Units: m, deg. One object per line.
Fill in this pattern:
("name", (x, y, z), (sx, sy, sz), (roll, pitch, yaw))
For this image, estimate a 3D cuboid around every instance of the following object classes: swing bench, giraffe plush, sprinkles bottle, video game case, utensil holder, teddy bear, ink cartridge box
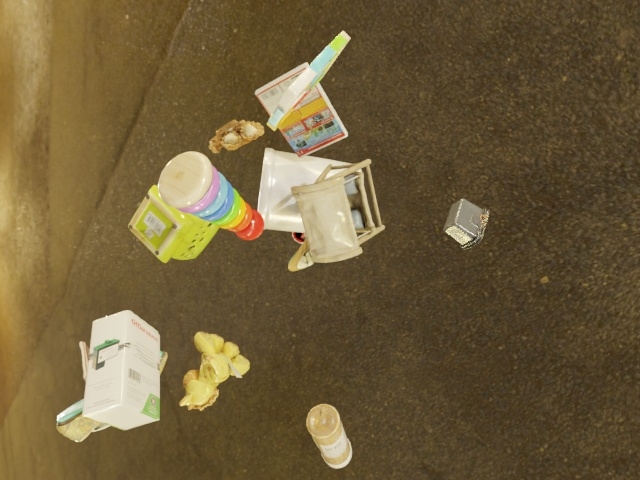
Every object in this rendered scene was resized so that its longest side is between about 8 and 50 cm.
("swing bench", (0.064, -0.096, 1.310), (0.165, 0.255, 0.253), (-1, 116, 34))
("giraffe plush", (-0.314, 0.387, 1.160), (0.170, 0.181, 0.210), (-53, 30, 1))
("sprinkles bottle", (0.039, 0.739, 1.536), (0.121, 0.121, 0.355), (35, 152, 37))
("video game case", (-0.060, -0.432, 1.401), (0.204, 0.285, 0.025), (-20, 39, 23))
("utensil holder", (-0.053, -0.186, 1.674), (0.327, 0.385, 0.327), (-174, 90, -79))
("teddy bear", (-0.365, -0.454, 1.809), (0.338, 0.245, 0.113), (14, 141, 54))
("ink cartridge box", (-0.448, 0.297, 0.945), (0.160, 0.093, 0.219), (73, 180, -53))

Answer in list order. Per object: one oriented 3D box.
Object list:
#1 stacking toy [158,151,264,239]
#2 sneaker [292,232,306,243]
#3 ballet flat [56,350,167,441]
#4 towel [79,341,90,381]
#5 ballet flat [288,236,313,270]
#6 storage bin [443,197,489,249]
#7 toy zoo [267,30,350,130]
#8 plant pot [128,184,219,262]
("stacking toy", (-0.255, -0.089, 1.060), (0.141, 0.330, 0.141), (-8, 67, 20))
("sneaker", (-0.001, 0.001, 1.898), (0.270, 0.145, 0.090), (21, 100, 16))
("ballet flat", (-0.596, 0.469, 1.228), (0.123, 0.348, 0.123), (51, 163, 21))
("towel", (-0.747, 0.441, 1.343), (0.144, 0.029, 0.197), (50, 150, 40))
("ballet flat", (-0.045, 0.047, 1.444), (0.073, 0.080, 0.232), (51, 129, 25))
("storage bin", (0.431, -0.057, 1.216), (0.135, 0.091, 0.098), (-63, 10, -29))
("toy zoo", (-0.047, -0.401, 1.076), (0.030, 0.293, 0.192), (40, 158, -11))
("plant pot", (-0.521, -0.067, 1.455), (0.228, 0.207, 0.227), (43, 110, 8))
